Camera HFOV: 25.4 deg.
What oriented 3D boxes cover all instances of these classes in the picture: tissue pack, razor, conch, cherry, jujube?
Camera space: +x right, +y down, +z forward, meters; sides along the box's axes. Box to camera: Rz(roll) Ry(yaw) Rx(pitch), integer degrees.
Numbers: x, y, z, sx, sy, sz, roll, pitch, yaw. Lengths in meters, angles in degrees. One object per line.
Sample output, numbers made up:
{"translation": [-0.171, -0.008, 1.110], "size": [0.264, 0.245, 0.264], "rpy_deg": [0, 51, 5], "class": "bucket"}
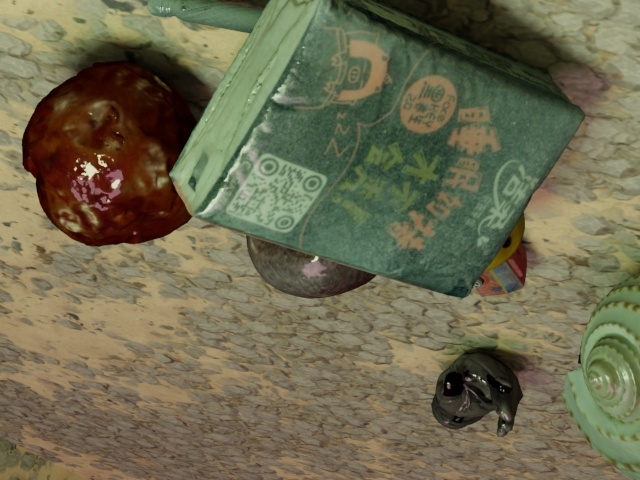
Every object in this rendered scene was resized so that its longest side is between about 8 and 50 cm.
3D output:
{"translation": [0.056, -0.083, 1.262], "size": [0.316, 0.103, 0.228], "rpy_deg": [18, 116, -34], "class": "tissue pack"}
{"translation": [-0.055, -0.207, 1.329], "size": [0.232, 0.068, 0.106], "rpy_deg": [14, 158, 19], "class": "razor"}
{"translation": [0.446, 0.181, 1.648], "size": [0.319, 0.215, 0.303], "rpy_deg": [10, 126, -8], "class": "conch"}
{"translation": [-0.001, 0.001, 1.668], "size": [0.176, 0.140, 0.176], "rpy_deg": [8, 169, 2], "class": "cherry"}
{"translation": [-0.218, -0.089, 1.537], "size": [0.197, 0.197, 0.290], "rpy_deg": [13, 172, 5], "class": "jujube"}

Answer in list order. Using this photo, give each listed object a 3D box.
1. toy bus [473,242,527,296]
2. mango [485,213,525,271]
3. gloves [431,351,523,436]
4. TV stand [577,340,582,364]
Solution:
{"translation": [0.184, 0.003, 1.657], "size": [0.077, 0.065, 0.192], "rpy_deg": [-5, 151, 26], "class": "toy bus"}
{"translation": [0.114, -0.034, 1.533], "size": [0.227, 0.136, 0.099], "rpy_deg": [19, -169, 28], "class": "mango"}
{"translation": [0.225, 0.225, 2.100], "size": [0.142, 0.119, 0.285], "rpy_deg": [8, 174, -12], "class": "gloves"}
{"translation": [0.380, 0.111, 1.825], "size": [0.042, 0.036, 0.249], "rpy_deg": [15, 158, 2], "class": "TV stand"}
